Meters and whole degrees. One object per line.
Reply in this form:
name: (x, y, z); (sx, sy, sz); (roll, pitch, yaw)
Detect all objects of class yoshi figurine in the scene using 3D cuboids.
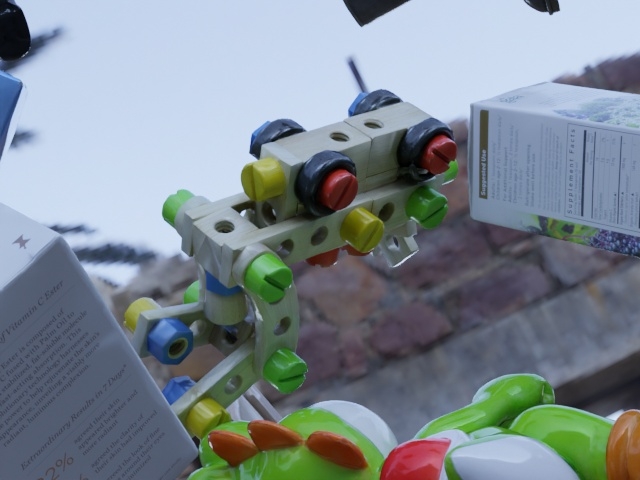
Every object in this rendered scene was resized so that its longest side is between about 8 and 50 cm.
yoshi figurine: (0.087, 0.192, 0.984); (0.362, 0.203, 0.203); (3, 16, 30)

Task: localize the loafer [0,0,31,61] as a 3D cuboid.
loafer: (-0.362, -0.275, 1.579); (0.062, 0.170, 0.061); (-21, 20, -35)

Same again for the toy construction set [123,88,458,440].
toy construction set: (0.000, 0.000, 1.138); (0.327, 0.151, 0.215); (-35, -38, -47)

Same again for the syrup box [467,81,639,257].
syrup box: (0.225, -0.048, 1.052); (0.236, 0.096, 0.093); (13, 22, 42)

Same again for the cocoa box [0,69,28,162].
cocoa box: (-0.434, -0.029, 1.341); (0.231, 0.347, 0.228); (23, -1, -10)

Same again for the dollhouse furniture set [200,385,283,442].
dollhouse furniture set: (-0.165, 0.325, 1.461); (0.355, 0.174, 0.303); (-39, 10, 4)

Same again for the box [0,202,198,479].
box: (-0.159, 0.081, 0.711); (0.130, 0.091, 0.170); (-45, -45, -22)

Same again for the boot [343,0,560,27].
boot: (0.129, -0.282, 1.572); (0.208, 0.190, 0.076); (-29, 3, 11)
